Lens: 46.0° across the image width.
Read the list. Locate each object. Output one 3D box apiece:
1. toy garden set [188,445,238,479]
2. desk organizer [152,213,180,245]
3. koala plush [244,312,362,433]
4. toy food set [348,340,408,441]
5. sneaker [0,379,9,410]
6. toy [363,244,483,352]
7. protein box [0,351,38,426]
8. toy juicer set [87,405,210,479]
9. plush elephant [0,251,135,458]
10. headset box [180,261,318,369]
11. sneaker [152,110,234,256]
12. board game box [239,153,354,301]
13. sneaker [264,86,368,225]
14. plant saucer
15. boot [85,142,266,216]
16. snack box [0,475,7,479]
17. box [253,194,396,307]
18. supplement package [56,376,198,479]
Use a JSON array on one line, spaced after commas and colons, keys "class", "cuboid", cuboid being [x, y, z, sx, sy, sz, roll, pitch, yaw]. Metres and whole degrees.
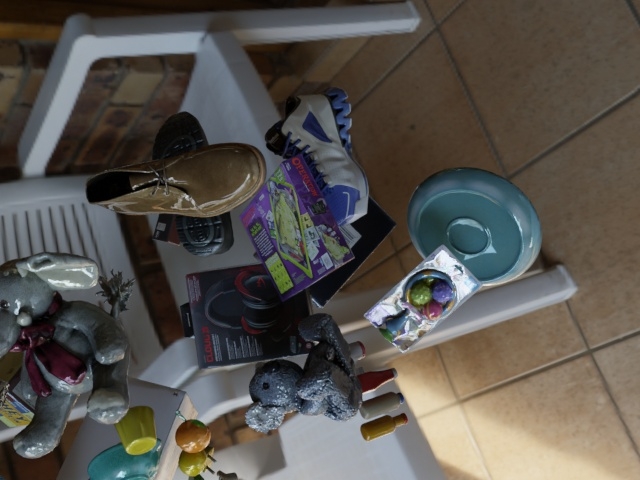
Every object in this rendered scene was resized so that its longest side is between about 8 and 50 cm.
[{"class": "toy garden set", "cuboid": [-0.221, 0.530, 1.519, 0.244, 0.049, 0.203, 22, 106, 53]}, {"class": "desk organizer", "cuboid": [-0.355, -0.057, 1.812, 0.047, 0.050, 0.130, 10, 83, 27]}, {"class": "koala plush", "cuboid": [-0.046, 0.290, 1.512, 0.221, 0.203, 0.196, -18, 38, 15]}, {"class": "toy food set", "cuboid": [0.108, 0.305, 1.644, 0.111, 0.105, 0.232, 110, 141, -57]}, {"class": "sneaker", "cuboid": [-0.631, 0.302, 1.236, 0.118, 0.279, 0.107, 32, 124, 7]}, {"class": "toy", "cuboid": [0.226, 0.139, 1.645, 0.237, 0.056, 0.137, -42, 105, 14]}, {"class": "protein box", "cuboid": [-0.727, 0.344, 1.899, 0.200, 0.201, 0.136, -17, 122, 43]}, {"class": "toy juicer set", "cuboid": [-0.325, 0.414, 1.393, 0.329, 0.209, 0.089, -55, 45, 30]}, {"class": "plush elephant", "cuboid": [-0.446, 0.141, 1.197, 0.272, 0.255, 0.329, -23, 45, 38]}, {"class": "headset box", "cuboid": [-0.165, 0.162, 1.688, 0.110, 0.294, 0.217, -16, -82, -86]}, {"class": "sneaker", "cuboid": [-0.234, -0.101, 1.423, 0.109, 0.130, 0.286, -15, 81, 12]}, {"class": "board game box", "cuboid": [-0.057, -0.011, 1.439, 0.208, 0.056, 0.347, 59, 157, 2]}, {"class": "sneaker", "cuboid": [-0.021, -0.178, 1.592, 0.127, 0.182, 0.315, -39, 58, 59]}, {"class": "plant saucer", "cuboid": [0.342, -0.018, 1.726, 0.318, 0.043, 0.317, 14, 127, 20]}, {"class": "boot", "cuboid": [-0.232, -0.088, 1.182, 0.306, 0.115, 0.112, -8, 88, 24]}, {"class": "snack box", "cuboid": [-0.590, 0.577, 1.519, 0.187, 0.060, 0.321, 10, 136, 43]}, {"class": "box", "cuboid": [0.000, 0.000, 2.008, 0.183, 0.296, 0.294, 45, 171, -12]}, {"class": "supplement package", "cuboid": [-0.428, 0.460, 1.699, 0.204, 0.261, 0.145, 12, 148, 11]}]
